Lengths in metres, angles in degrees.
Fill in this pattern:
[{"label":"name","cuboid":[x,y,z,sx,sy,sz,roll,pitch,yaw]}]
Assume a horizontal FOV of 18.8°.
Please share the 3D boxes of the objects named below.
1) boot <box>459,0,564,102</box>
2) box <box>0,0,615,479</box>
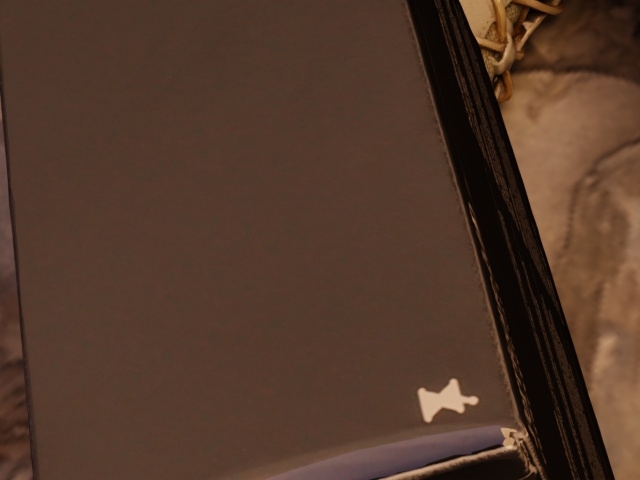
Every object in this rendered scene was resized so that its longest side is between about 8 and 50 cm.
[{"label":"boot","cuboid":[0.067,-0.080,0.678,0.213,0.077,0.165,2,63,22]},{"label":"box","cuboid":[0.000,0.000,0.493,0.103,0.184,0.261,-18,51,7]}]
